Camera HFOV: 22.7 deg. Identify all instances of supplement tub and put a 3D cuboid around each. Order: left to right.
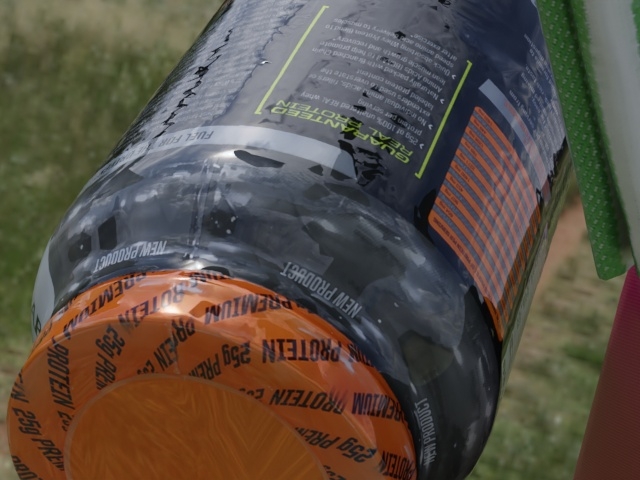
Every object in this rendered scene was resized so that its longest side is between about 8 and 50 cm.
[{"bbox_3d":[0.000,0.000,0.745,0.207,0.207,0.338,14,38,11],"label":"supplement tub"}]

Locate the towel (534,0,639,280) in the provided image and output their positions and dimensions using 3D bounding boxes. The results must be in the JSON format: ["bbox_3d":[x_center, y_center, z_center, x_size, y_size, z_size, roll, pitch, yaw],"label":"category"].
[{"bbox_3d":[0.170,-0.163,0.460,0.325,0.247,0.038,-34,31,-27],"label":"towel"}]

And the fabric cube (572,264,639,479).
[{"bbox_3d":[0.277,0.145,0.724,0.259,0.258,0.254,-10,52,-11],"label":"fabric cube"}]
